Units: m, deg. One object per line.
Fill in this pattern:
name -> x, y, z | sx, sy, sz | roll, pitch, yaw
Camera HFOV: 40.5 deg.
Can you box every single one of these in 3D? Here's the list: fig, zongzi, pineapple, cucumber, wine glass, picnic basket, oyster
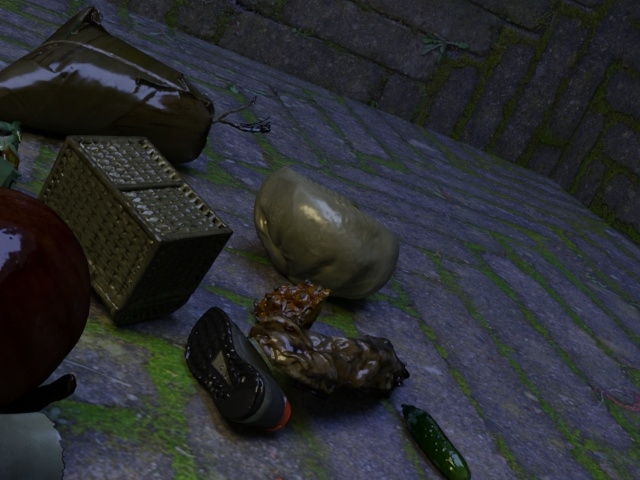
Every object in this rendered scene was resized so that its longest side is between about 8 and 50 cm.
fig -> -0.318, 0.059, 0.748 | 0.235, 0.214, 0.235 | 14, 32, -9
zongzi -> -0.351, -0.208, 1.537 | 0.447, 0.181, 0.418 | 29, 33, 2
pineapple -> -0.043, 0.112, 1.197 | 0.115, 0.077, 0.114 | -6, 24, 16
cucumber -> 0.137, 0.246, 1.077 | 0.037, 0.037, 0.155 | 13, 21, -33
wine glass -> -0.294, 0.171, 0.629 | 0.202, 0.092, 0.093 | 3, 28, -44
picnic basket -> -0.242, -0.013, 1.076 | 0.196, 0.154, 0.134 | 45, 29, 21
oyster -> 0.031, 0.144, 1.103 | 0.129, 0.078, 0.345 | 31, 7, 34

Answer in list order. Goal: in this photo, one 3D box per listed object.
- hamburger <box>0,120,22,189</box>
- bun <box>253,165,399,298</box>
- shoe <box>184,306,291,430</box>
hamburger -> -0.490, -0.123, 1.149 | 0.214, 0.125, 0.235 | 32, 22, 2
bun -> 0.000, 0.000, 1.397 | 0.259, 0.160, 0.259 | 32, 3, -2
shoe -> -0.095, 0.152, 1.002 | 0.077, 0.074, 0.194 | 40, 4, -36
